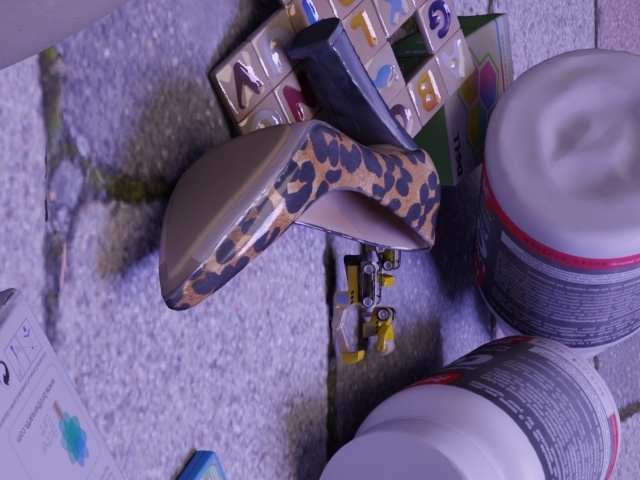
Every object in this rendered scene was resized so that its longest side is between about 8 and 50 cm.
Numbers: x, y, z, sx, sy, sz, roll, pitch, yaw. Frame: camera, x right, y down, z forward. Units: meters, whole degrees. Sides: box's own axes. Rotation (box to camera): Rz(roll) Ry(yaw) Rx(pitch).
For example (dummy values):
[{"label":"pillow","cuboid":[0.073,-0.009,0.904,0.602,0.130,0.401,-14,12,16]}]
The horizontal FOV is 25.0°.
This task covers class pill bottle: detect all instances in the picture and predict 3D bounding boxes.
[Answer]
[{"label":"pill bottle","cuboid":[0.220,-0.009,1.225,0.318,0.176,0.176,83,19,-65]},{"label":"pill bottle","cuboid":[0.118,0.177,1.121,0.283,0.161,0.161,-16,105,-61]}]

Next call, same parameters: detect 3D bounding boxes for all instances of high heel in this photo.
[{"label":"high heel","cuboid":[0.000,0.000,0.931,0.186,0.093,0.261,58,43,-29]}]

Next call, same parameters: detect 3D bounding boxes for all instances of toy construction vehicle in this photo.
[{"label":"toy construction vehicle","cuboid":[0.035,0.041,1.104,0.086,0.035,0.098,-13,105,-73]}]

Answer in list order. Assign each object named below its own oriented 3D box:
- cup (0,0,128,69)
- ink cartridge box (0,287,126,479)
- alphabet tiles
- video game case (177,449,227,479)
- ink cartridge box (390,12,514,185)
[{"label":"cup","cuboid":[-0.132,-0.213,0.562,0.331,0.237,0.331,-4,95,-62]},{"label":"ink cartridge box","cuboid":[-0.115,0.198,0.666,0.311,0.065,0.186,62,16,-18]},{"label":"alphabet tiles","cuboid":[0.018,-0.136,1.017,0.237,0.009,0.198,-48,129,-32]},{"label":"video game case","cuboid":[-0.090,0.227,0.884,0.166,0.015,0.119,-54,136,-47]},{"label":"ink cartridge box","cuboid":[0.095,-0.110,1.176,0.209,0.062,0.109,-37,123,-56]}]
